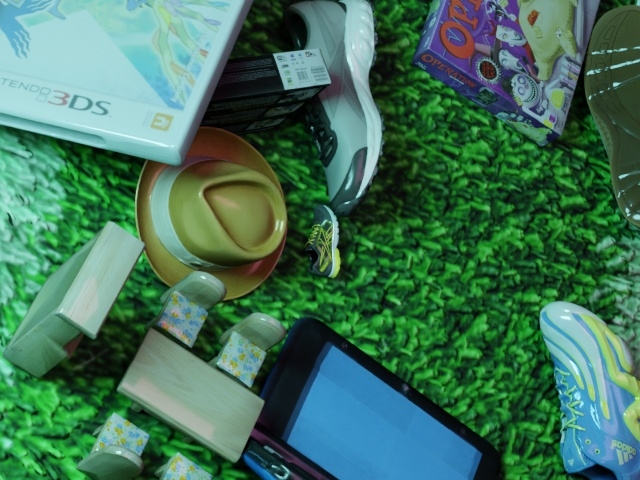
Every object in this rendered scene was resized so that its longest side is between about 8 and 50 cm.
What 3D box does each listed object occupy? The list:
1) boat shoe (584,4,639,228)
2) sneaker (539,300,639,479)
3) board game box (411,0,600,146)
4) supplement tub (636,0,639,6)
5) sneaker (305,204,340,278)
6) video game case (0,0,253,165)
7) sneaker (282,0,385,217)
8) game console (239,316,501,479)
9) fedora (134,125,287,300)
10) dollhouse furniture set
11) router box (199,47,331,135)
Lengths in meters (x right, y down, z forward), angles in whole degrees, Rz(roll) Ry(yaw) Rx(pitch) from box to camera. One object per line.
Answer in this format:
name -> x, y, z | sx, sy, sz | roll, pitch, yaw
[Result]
boat shoe -> 0.402, -0.147, 2.033 | 0.098, 0.109, 0.302 | 36, 44, -63
sneaker -> 0.309, 0.188, 1.835 | 0.126, 0.091, 0.240 | -39, 94, -35
board game box -> 0.251, -0.309, 2.033 | 0.208, 0.056, 0.347 | 28, 59, -14
supplement tub -> 0.590, -0.314, 2.117 | 0.331, 0.241, 0.241 | -28, 86, -36
sneaker -> 0.000, 0.000, 1.763 | 0.035, 0.031, 0.083 | 1, 70, -30
video game case -> -0.226, -0.242, 1.631 | 0.299, 0.036, 0.329 | 13, 58, 11
sneaker -> 0.008, -0.149, 1.800 | 0.108, 0.100, 0.272 | 3, 63, -18
game console -> 0.077, 0.229, 1.638 | 0.293, 0.250, 0.173 | 36, 83, -14
fedora -> -0.097, -0.028, 1.661 | 0.194, 0.079, 0.194 | 1, 88, -38
dollhouse furniture set -> -0.155, 0.115, 1.543 | 0.242, 0.161, 0.212 | 34, 57, -15
router box -> -0.097, -0.148, 1.703 | 0.179, 0.133, 0.046 | -11, 77, -34
